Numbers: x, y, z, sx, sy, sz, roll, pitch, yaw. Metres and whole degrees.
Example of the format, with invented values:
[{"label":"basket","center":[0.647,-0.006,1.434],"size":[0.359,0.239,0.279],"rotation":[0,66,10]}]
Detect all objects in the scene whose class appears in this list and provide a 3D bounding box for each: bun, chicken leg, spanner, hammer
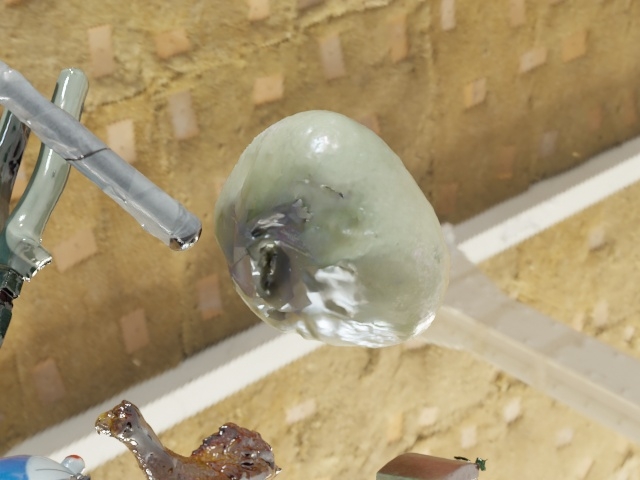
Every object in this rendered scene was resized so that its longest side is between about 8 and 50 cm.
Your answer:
[{"label":"bun","center":[0.000,0.004,1.149],"size":[0.168,0.273,0.273],"rotation":[-35,-50,-34]},{"label":"chicken leg","center":[-0.170,0.315,1.542],"size":[0.407,0.095,0.158],"rotation":[34,-116,-55]},{"label":"spanner","center":[-0.271,-0.015,0.989],"size":[0.040,0.095,0.325],"rotation":[47,-138,-50]},{"label":"hammer","center":[-0.259,-0.133,0.846],"size":[0.427,0.152,0.044],"rotation":[41,-115,-15]}]

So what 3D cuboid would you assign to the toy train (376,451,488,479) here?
[{"label":"toy train","center":[0.185,0.355,1.180],"size":[0.150,0.304,0.222],"rotation":[-5,-82,-55]}]

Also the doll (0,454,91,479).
[{"label":"doll","center":[-0.222,0.293,0.921],"size":[0.161,0.257,0.215],"rotation":[-35,-21,-5]}]
